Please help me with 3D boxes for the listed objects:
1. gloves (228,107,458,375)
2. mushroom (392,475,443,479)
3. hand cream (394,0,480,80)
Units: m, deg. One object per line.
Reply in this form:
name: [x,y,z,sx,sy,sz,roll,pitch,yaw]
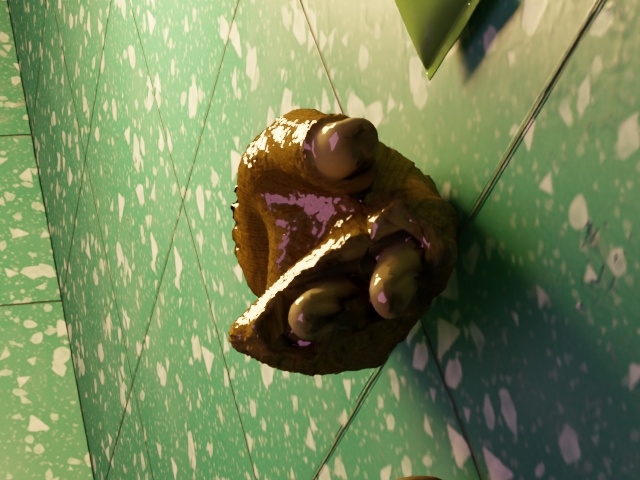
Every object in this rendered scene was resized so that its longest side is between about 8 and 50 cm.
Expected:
gloves: [0.013,0.000,0.857,0.356,0.155,0.203,-120,37,-76]
mushroom: [0.107,0.294,0.727,0.328,0.122,0.159,54,133,54]
hand cream: [0.069,-0.215,0.832,0.175,0.046,0.095,69,152,22]
